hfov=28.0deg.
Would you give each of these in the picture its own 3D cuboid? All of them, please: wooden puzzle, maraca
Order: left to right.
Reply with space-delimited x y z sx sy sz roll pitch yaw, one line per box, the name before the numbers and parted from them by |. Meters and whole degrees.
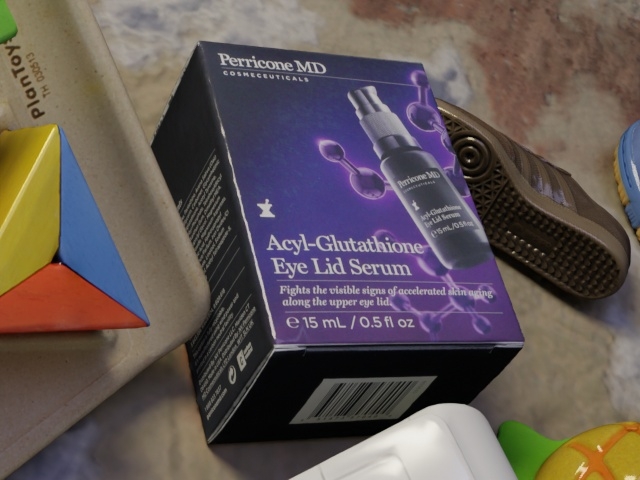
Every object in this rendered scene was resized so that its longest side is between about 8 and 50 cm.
wooden puzzle | -0.213 -0.011 0.520 0.348 0.080 0.322 -36 115 -36
maraca | 0.164 0.151 0.713 0.186 0.099 0.127 9 36 10

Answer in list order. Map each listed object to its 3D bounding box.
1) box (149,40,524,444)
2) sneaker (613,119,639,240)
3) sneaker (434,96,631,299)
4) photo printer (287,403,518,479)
box | 0.000 0.000 0.732 0.153 0.108 0.207 0 56 -27
sneaker | 0.325 0.008 0.884 0.112 0.131 0.296 -17 62 -34
sneaker | 0.129 -0.033 0.870 0.188 0.066 0.071 41 30 -1
photo printer | 0.014 0.249 0.468 0.256 0.107 0.307 -29 65 4
